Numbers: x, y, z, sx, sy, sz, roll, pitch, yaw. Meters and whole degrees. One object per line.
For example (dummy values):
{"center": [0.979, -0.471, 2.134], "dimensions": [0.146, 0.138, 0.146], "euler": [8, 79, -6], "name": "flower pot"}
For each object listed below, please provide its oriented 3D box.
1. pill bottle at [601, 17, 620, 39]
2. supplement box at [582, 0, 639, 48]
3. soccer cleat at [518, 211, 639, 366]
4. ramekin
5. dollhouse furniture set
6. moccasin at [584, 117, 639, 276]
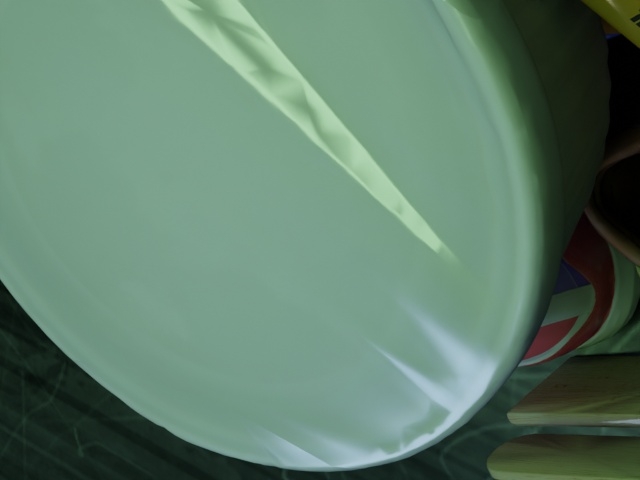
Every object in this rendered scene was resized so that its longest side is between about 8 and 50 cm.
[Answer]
{"center": [0.027, -0.130, 0.723], "dimensions": [0.272, 0.152, 0.152], "euler": [-19, 87, 43], "name": "pill bottle"}
{"center": [0.186, -0.172, 0.527], "dimensions": [0.194, 0.129, 0.191], "euler": [-30, 37, 42], "name": "supplement box"}
{"center": [0.000, 0.000, 0.800], "dimensions": [0.318, 0.116, 0.108], "euler": [11, 107, 39], "name": "soccer cleat"}
{"center": [-0.014, -0.055, 0.607], "dimensions": [0.273, 0.127, 0.273], "euler": [19, 129, 25], "name": "ramekin"}
{"center": [0.146, 0.151, 0.711], "dimensions": [0.123, 0.144, 0.151], "euler": [-5, 111, 46], "name": "dollhouse furniture set"}
{"center": [0.269, 0.010, 0.547], "dimensions": [0.380, 0.147, 0.139], "euler": [23, 112, 35], "name": "moccasin"}
